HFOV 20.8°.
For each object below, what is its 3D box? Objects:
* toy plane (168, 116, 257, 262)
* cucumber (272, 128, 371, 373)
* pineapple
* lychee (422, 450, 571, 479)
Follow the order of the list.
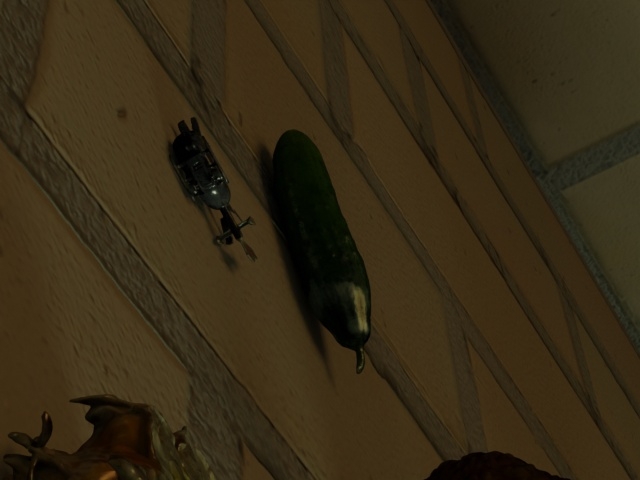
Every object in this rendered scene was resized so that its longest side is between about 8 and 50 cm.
[{"bbox_3d":[-0.077,-0.037,1.269,0.120,0.031,0.049,62,6,6],"label":"toy plane"},{"bbox_3d":[0.000,0.000,1.424,0.056,0.056,0.250,44,21,-53],"label":"cucumber"},{"bbox_3d":[-0.079,0.158,0.764,0.186,0.114,0.236,65,11,8],"label":"pineapple"},{"bbox_3d":[0.136,0.244,1.231,0.194,0.194,0.194,57,16,-26],"label":"lychee"}]
